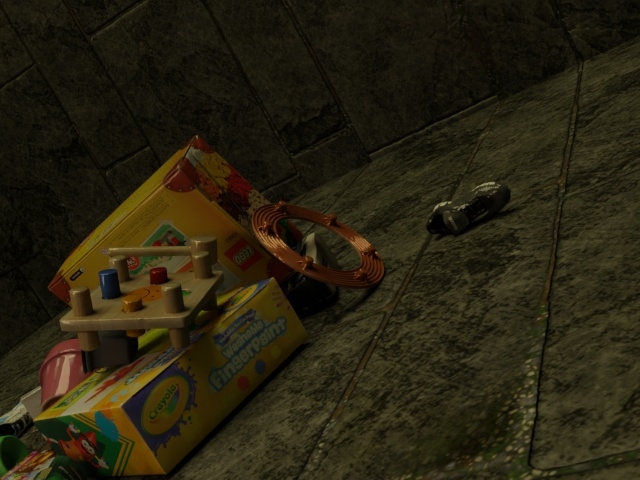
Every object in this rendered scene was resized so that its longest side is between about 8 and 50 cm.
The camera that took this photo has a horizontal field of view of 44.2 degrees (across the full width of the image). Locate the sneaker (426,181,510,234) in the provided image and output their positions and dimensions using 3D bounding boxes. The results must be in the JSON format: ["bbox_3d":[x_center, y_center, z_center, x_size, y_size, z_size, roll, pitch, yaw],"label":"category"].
[{"bbox_3d":[0.338,-0.063,1.839,0.234,0.078,0.106,-23,15,47],"label":"sneaker"}]

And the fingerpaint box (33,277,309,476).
[{"bbox_3d":[-0.301,0.286,1.629,0.371,0.163,0.445,-19,15,44],"label":"fingerpaint box"}]

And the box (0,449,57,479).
[{"bbox_3d":[-0.648,0.542,1.616,0.201,0.057,0.293,-20,15,43],"label":"box"}]

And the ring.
[{"bbox_3d":[0.000,0.000,1.833,0.032,0.336,0.336,-65,-4,24],"label":"ring"}]

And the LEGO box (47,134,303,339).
[{"bbox_3d":[-0.353,0.051,1.944,0.500,0.372,0.193,-38,21,23],"label":"LEGO box"}]

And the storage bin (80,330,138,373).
[{"bbox_3d":[-0.428,0.220,1.614,0.091,0.098,0.135,-2,10,-1],"label":"storage bin"}]

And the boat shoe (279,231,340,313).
[{"bbox_3d":[-0.049,0.089,1.983,0.158,0.127,0.340,-34,9,11],"label":"boat shoe"}]

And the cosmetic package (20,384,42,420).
[{"bbox_3d":[-0.715,0.420,2.234,0.239,0.099,0.060,-32,9,-15],"label":"cosmetic package"}]

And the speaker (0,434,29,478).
[{"bbox_3d":[-0.819,0.556,1.807,0.296,0.131,0.131,-27,11,10],"label":"speaker"}]

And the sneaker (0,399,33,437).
[{"bbox_3d":[-0.859,0.515,2.246,0.086,0.085,0.237,12,30,32],"label":"sneaker"}]

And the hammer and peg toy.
[{"bbox_3d":[-0.339,0.102,1.598,0.266,0.127,0.361,-3,17,9],"label":"hammer and peg toy"}]

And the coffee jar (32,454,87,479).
[{"bbox_3d":[-0.500,0.479,1.431,0.079,0.096,0.184,-29,11,15],"label":"coffee jar"}]

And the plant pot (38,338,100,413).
[{"bbox_3d":[-0.615,0.378,1.979,0.201,0.201,0.180,-27,27,11],"label":"plant pot"}]
